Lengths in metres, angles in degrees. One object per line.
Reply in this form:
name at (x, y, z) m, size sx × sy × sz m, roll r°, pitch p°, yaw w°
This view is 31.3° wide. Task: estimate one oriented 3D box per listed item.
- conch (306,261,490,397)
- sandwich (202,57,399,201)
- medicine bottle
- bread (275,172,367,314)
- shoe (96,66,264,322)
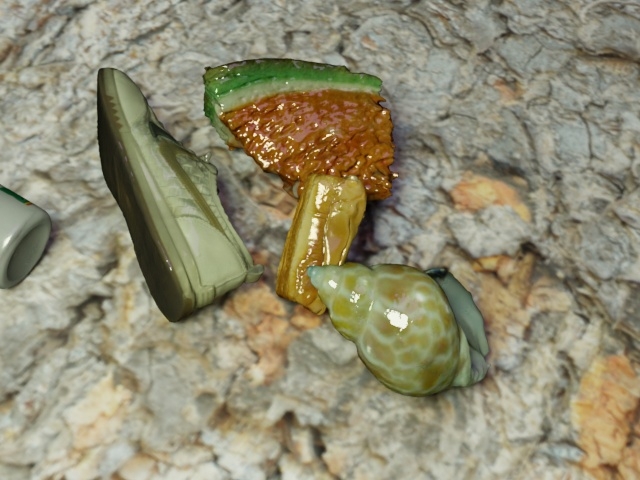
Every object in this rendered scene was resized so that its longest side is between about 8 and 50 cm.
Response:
conch at (0.081, 0.080, 1.009) m, size 0.173 × 0.106 × 0.116 m, roll 11°, pitch 76°, yaw -50°
sandwich at (-0.024, -0.101, 1.135) m, size 0.185 × 0.109 × 0.160 m, roll -3°, pitch 75°, yaw -19°
medicine bottle at (-0.311, -0.021, 1.007) m, size 0.130 × 0.080 × 0.080 m, roll 30°, pitch 53°, yaw 9°
bread at (0.000, 0.000, 1.044) m, size 0.053 × 0.074 × 0.132 m, roll 17°, pitch 87°, yaw -14°
shoe at (-0.143, -0.054, 1.067) m, size 0.098 × 0.103 × 0.275 m, roll -14°, pitch 65°, yaw -25°
